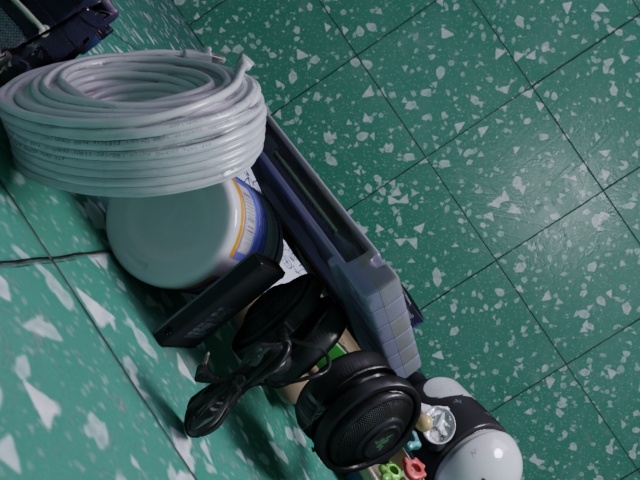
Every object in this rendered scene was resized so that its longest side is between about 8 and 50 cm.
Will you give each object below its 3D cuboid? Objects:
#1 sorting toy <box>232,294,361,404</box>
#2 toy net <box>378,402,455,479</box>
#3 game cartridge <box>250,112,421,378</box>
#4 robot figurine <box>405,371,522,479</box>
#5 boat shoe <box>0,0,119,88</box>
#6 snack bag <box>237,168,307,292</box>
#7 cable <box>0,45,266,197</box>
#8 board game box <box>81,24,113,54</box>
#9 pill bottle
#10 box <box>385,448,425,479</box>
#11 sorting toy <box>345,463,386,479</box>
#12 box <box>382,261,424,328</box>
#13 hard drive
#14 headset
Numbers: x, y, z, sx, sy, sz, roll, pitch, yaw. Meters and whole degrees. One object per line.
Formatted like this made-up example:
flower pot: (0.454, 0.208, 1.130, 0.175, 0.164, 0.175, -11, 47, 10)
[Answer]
sorting toy: (-0.024, 0.156, 1.132, 0.208, 0.038, 0.193, 4, 42, -49)
toy net: (0.149, 0.289, 1.168, 0.232, 0.045, 0.122, -2, 43, -46)
game cartridge: (0.000, 0.000, 0.989, 0.355, 0.068, 0.230, 53, -13, 36)
robot figurine: (0.223, 0.353, 1.353, 0.278, 0.209, 0.173, 44, -49, 49)
boat shoe: (-0.355, -0.328, 0.848, 0.340, 0.158, 0.127, 57, 6, 6)
snack bag: (-0.119, -0.041, 1.473, 0.342, 0.037, 0.323, 55, 20, -6)
cable: (-0.182, -0.123, 0.773, 0.257, 0.257, 0.089, -110, -160, -61)
board game box: (-0.441, -0.427, 1.269, 0.243, 0.042, 0.165, 54, 6, -21)
pill bottle: (-0.132, -0.008, 0.942, 0.152, 0.152, 0.272, 57, 5, 13)
box: (0.130, 0.387, 1.322, 0.136, 0.037, 0.225, 56, -9, 3)
sorting toy: (0.050, 0.319, 1.173, 0.347, 0.047, 0.196, 57, 2, 13)
box: (0.084, 0.155, 1.539, 0.108, 0.207, 0.153, 59, 6, 25)
hard drive: (-0.105, 0.066, 0.833, 0.022, 0.135, 0.094, 53, 5, 15)
headset: (-0.020, 0.163, 0.880, 0.243, 0.185, 0.394, 48, -1, 18)
